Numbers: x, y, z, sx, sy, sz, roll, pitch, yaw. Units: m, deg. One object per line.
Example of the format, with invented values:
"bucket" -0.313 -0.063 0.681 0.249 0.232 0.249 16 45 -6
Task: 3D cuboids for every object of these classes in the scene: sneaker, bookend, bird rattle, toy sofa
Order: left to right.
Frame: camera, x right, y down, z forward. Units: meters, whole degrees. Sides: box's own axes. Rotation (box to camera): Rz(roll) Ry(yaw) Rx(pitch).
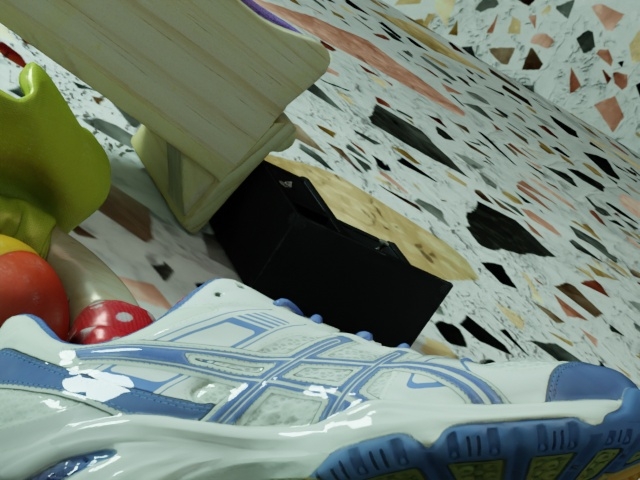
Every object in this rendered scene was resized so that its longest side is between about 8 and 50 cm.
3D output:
"bird rattle" -0.147 0.045 0.757 0.253 0.143 0.207 53 33 16
"toy sofa" -0.174 -0.179 1.068 0.362 0.177 0.150 35 10 -38
"sneaker" -0.006 0.066 0.628 0.296 0.112 0.131 -5 53 -7
"bookend" 0.000 0.000 1.180 0.157 0.072 0.156 25 18 -31
